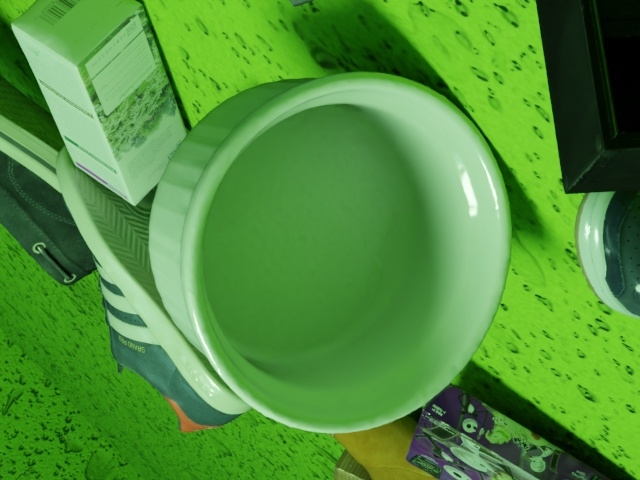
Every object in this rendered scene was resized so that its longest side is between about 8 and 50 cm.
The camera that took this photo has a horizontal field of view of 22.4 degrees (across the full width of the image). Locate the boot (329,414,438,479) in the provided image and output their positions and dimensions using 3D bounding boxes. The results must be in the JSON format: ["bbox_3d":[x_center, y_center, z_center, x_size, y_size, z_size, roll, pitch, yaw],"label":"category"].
[{"bbox_3d":[0.122,0.246,1.895,0.211,0.104,0.295,21,146,15],"label":"boot"}]

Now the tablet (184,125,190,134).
[{"bbox_3d":[-0.152,-0.117,1.709,0.054,0.006,0.083,13,148,54],"label":"tablet"}]

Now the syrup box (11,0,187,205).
[{"bbox_3d":[-0.211,-0.149,1.601,0.096,0.093,0.237,33,158,25],"label":"syrup box"}]

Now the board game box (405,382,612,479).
[{"bbox_3d":[0.254,0.278,1.694,0.347,0.056,0.208,30,164,10],"label":"board game box"}]

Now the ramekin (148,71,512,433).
[{"bbox_3d":[0.000,0.000,1.276,0.277,0.277,0.135,50,167,-26],"label":"ramekin"}]

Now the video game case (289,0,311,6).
[{"bbox_3d":[-0.062,-0.283,1.125,0.274,0.026,0.196,46,161,-18],"label":"video game case"}]

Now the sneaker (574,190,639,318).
[{"bbox_3d":[0.289,0.054,1.080,0.153,0.099,0.282,26,164,50],"label":"sneaker"}]

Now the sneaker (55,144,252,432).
[{"bbox_3d":[-0.197,0.056,1.747,0.148,0.131,0.350,-42,75,45],"label":"sneaker"}]

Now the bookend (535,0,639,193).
[{"bbox_3d":[0.205,-0.112,0.883,0.157,0.156,0.072,-2,164,-10],"label":"bookend"}]

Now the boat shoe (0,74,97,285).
[{"bbox_3d":[-0.407,-0.116,1.829,0.500,0.156,0.187,40,-166,-30],"label":"boat shoe"}]
